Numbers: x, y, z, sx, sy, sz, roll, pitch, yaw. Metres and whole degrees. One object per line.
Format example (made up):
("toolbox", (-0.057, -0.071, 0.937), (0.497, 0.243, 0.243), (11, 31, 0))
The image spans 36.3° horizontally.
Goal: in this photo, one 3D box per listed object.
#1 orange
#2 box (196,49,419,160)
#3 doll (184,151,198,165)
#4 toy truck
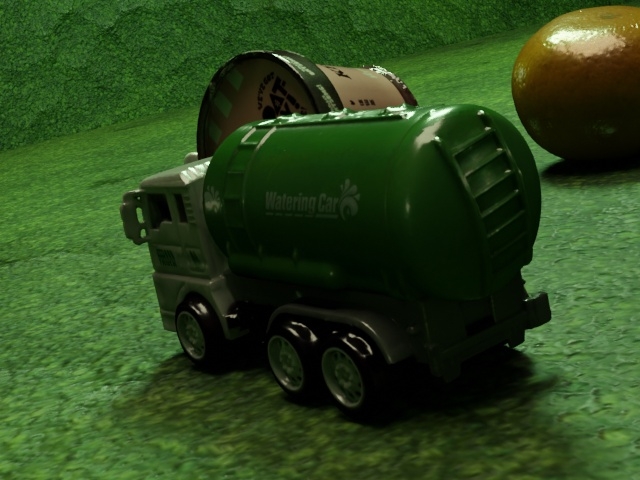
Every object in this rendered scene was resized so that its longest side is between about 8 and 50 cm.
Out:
("orange", (0.240, -0.130, 0.827), (0.156, 0.124, 0.156), (-6, 30, 4))
("box", (-0.002, -0.078, 0.791), (0.135, 0.151, 0.151), (-11, 8, -43))
("doll", (-0.071, -0.073, 0.972), (0.129, 0.081, 0.207), (6, 8, -7))
("toy truck", (0.000, 0.000, 0.473), (0.101, 0.125, 0.242), (-22, 15, -34))
